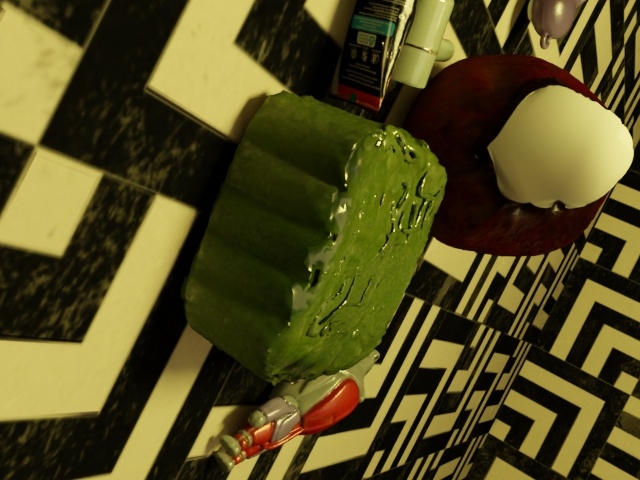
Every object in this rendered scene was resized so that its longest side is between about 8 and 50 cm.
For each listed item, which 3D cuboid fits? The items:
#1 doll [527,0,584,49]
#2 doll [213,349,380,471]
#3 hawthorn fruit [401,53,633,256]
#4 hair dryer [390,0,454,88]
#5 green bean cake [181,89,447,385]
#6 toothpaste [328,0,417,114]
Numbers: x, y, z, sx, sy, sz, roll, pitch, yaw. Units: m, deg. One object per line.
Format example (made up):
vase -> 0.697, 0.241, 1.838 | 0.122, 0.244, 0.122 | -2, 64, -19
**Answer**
doll -> 0.300, -0.332, 0.923 | 0.110, 0.067, 0.206 | 24, 82, -52
doll -> -0.013, 0.171, 0.796 | 0.227, 0.075, 0.102 | -28, 154, -37
hawthorn fruit -> 0.180, -0.097, 0.763 | 0.250, 0.215, 0.215 | -91, -168, -60
hair dryer -> 0.103, -0.188, 0.702 | 0.137, 0.047, 0.082 | -22, 133, -63
green bean cake -> 0.000, 0.000, 0.603 | 0.200, 0.113, 0.214 | 14, 102, -62
toothpaste -> 0.053, -0.197, 0.580 | 0.045, 0.071, 0.194 | 9, 104, -36
